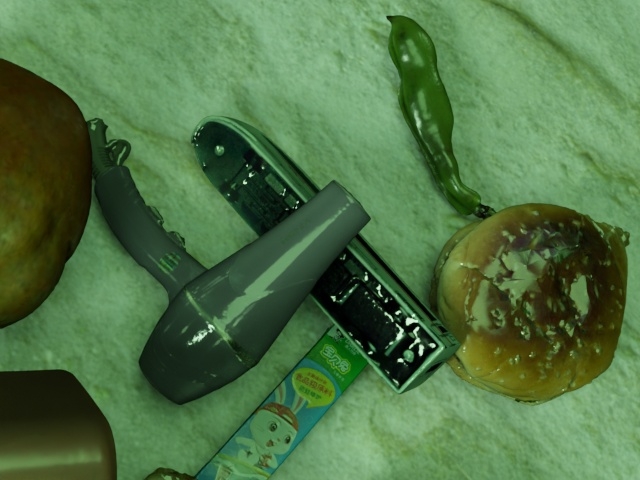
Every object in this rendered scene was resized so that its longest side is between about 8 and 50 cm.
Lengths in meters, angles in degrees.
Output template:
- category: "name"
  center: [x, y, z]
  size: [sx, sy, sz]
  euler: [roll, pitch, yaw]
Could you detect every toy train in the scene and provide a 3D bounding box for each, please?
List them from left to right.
- category: "toy train"
  center: [0.000, 0.000, 1.409]
  size: [0.407, 0.086, 0.088]
  euler: [48, 22, 16]

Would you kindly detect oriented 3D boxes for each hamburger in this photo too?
- category: "hamburger"
  center: [0.263, 0.074, 1.465]
  size: [0.286, 0.146, 0.243]
  euler: [-28, 87, -26]

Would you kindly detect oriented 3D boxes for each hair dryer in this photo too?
- category: "hair dryer"
  center: [-0.152, -0.027, 1.358]
  size: [0.301, 0.121, 0.361]
  euler: [-44, 72, 1]

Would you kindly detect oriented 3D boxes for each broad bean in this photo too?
- category: "broad bean"
  center: [0.158, -0.158, 1.565]
  size: [0.098, 0.056, 0.318]
  euler: [-25, 84, -31]

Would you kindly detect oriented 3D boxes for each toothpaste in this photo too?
- category: "toothpaste"
  center: [-0.042, 0.203, 1.359]
  size: [0.065, 0.050, 0.267]
  euler: [42, 62, 4]

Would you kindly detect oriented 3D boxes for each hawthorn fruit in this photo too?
- category: "hawthorn fruit"
  center: [-0.362, -0.068, 1.237]
  size: [0.267, 0.268, 0.301]
  euler: [30, 63, -5]

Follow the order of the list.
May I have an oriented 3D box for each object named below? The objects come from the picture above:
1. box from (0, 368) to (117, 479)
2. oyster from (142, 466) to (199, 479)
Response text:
- category: "box"
  center: [-0.318, 0.296, 1.074]
  size: [0.229, 0.239, 0.339]
  euler: [-3, 101, -23]
- category: "oyster"
  center: [-0.130, 0.403, 1.223]
  size: [0.128, 0.078, 0.345]
  euler: [-16, 75, -3]
